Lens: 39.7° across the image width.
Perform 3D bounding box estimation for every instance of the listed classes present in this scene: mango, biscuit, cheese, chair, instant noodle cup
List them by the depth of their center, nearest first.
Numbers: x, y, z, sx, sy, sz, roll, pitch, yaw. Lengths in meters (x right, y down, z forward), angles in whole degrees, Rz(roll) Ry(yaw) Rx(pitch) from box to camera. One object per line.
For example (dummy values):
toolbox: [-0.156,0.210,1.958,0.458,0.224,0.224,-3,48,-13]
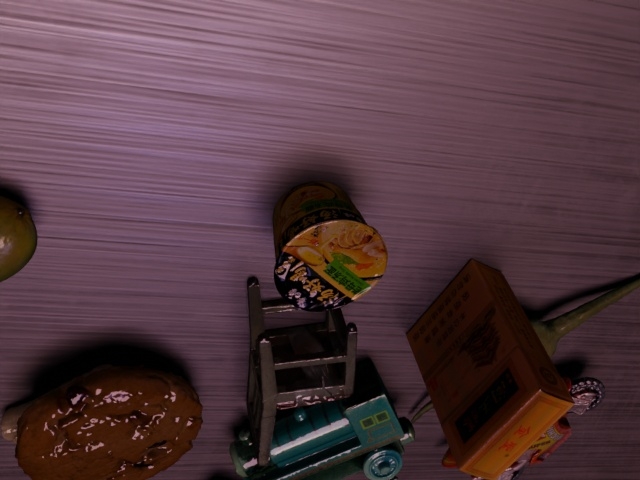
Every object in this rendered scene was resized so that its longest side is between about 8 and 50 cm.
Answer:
mango: [-0.440,0.006,1.071,0.191,0.086,0.122,-14,133,-6]
instant noodle cup: [0.000,0.000,1.174,0.151,0.122,0.151,-10,131,-11]
chair: [-0.031,0.190,1.307,0.147,0.136,0.270,-6,128,-10]
cheese: [-0.380,0.243,1.308,0.194,0.043,0.065,-27,132,5]
biscuit: [-0.306,0.291,1.313,0.295,0.075,0.296,-18,144,-13]

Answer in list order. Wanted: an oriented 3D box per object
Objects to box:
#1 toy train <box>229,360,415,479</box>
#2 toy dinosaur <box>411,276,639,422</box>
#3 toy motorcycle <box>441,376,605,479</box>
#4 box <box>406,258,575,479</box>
toy train: [-0.001,0.329,1.448,0.298,0.120,0.194,-23,123,3]
toy dinosaur: [0.348,0.166,1.470,0.447,0.087,0.301,-37,173,41]
toy motorcycle: [0.358,0.325,1.562,0.171,0.089,0.298,24,118,-30]
box: [0.236,0.181,1.287,0.076,0.274,0.174,22,119,-27]
